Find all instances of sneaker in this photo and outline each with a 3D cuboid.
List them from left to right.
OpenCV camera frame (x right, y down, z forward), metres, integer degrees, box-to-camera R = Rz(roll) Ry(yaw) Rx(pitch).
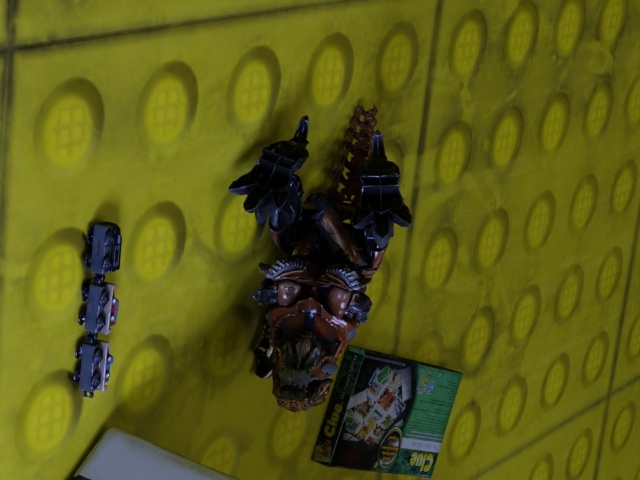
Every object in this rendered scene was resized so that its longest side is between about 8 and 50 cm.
[{"bbox_3d":[-0.048,0.101,1.773,0.037,0.032,0.083,-27,126,-51],"label":"sneaker"}]

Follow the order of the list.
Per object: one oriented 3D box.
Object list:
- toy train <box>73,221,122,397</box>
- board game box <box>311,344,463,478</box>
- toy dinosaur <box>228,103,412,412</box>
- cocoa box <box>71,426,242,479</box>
[{"bbox_3d":[-0.191,0.060,1.529,0.036,0.027,0.158,-26,126,-64],"label":"toy train"},{"bbox_3d":[0.082,0.201,2.037,0.259,0.030,0.136,20,86,-59],"label":"board game box"},{"bbox_3d":[0.000,0.000,1.729,0.218,0.164,0.322,86,-4,-56],"label":"toy dinosaur"},{"bbox_3d":[-0.112,0.381,1.612,0.228,0.231,0.347,-55,145,-26],"label":"cocoa box"}]
